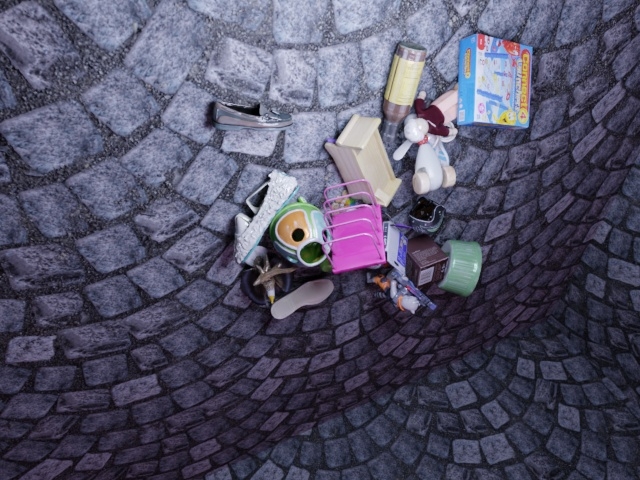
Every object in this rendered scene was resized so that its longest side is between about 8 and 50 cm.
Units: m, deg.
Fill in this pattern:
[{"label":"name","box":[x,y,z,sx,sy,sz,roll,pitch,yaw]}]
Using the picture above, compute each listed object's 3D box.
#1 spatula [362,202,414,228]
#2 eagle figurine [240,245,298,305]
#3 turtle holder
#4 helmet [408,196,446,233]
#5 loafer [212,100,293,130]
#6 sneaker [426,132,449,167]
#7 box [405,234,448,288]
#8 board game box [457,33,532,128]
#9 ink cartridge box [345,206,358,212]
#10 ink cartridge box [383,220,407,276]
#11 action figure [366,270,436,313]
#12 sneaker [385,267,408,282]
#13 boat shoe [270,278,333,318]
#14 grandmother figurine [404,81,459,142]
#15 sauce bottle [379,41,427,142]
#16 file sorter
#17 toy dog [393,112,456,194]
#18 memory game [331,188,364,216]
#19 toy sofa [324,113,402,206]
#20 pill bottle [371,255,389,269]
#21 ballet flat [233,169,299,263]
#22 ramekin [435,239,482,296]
[{"label":"spatula","box":[0.300,-0.107,1.958,0.296,0.084,0.030,29,77,-30]},{"label":"eagle figurine","box":[-0.229,0.168,1.868,0.226,0.225,0.298,20,168,-1]},{"label":"turtle holder","box":[-0.066,0.010,1.743,0.243,0.227,0.320,-18,131,-15]},{"label":"helmet","box":[0.499,-0.108,2.036,0.169,0.169,0.161,26,96,-44]},{"label":"loafer","box":[-0.212,-0.402,1.388,0.267,0.096,0.084,-7,126,-23]},{"label":"sneaker","box":[0.478,-0.377,1.837,0.092,0.087,0.229,-32,131,9]},{"label":"box","box":[0.519,0.103,2.213,0.167,0.203,0.168,-19,137,-15]},{"label":"board game box","box":[0.658,-0.585,1.629,0.302,0.086,0.308,-4,97,-28]},{"label":"ink cartridge box","box":[0.136,-0.079,1.906,0.088,0.052,0.122,10,122,-36]},{"label":"ink cartridge box","box":[0.354,0.044,2.074,0.045,0.208,0.206,-10,149,33]},{"label":"action figure","box":[0.403,0.283,2.157,0.341,0.330,0.178,38,89,-22]},{"label":"sneaker","box":[0.451,0.181,2.327,0.212,0.094,0.080,-33,139,0]},{"label":"boat shoe","box":[-0.093,0.272,2.084,0.324,0.097,0.117,-27,97,-12]},{"label":"grandmother figurine","box":[0.433,-0.475,1.620,0.342,0.208,0.104,-39,168,-24]},{"label":"sauce bottle","box":[0.284,-0.524,1.559,0.111,0.111,0.344,-9,135,-24]},{"label":"file sorter","box":[0.116,-0.059,1.620,0.202,0.291,0.182,-13,138,17]},{"label":"toy dog","box":[0.401,-0.314,1.696,0.220,0.334,0.161,9,159,-9]},{"label":"memory game","box":[0.128,-0.155,1.880,0.186,0.012,0.186,-17,136,-17]},{"label":"toy sofa","box":[0.173,-0.304,1.683,0.150,0.177,0.362,-58,142,-20]},{"label":"pill bottle","box":[0.229,0.067,2.060,0.245,0.130,0.130,14,120,-40]},{"label":"ballet flat","box":[-0.242,-0.099,1.647,0.147,0.147,0.409,23,111,-43]},{"label":"ramekin","box":[0.722,0.139,2.300,0.148,0.303,0.303,12,128,-1]}]
